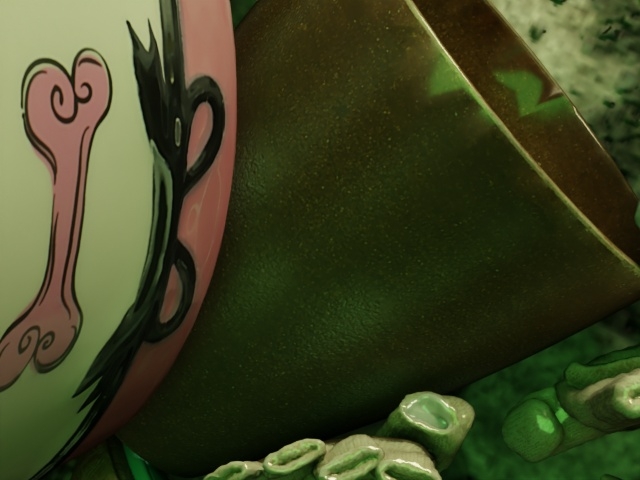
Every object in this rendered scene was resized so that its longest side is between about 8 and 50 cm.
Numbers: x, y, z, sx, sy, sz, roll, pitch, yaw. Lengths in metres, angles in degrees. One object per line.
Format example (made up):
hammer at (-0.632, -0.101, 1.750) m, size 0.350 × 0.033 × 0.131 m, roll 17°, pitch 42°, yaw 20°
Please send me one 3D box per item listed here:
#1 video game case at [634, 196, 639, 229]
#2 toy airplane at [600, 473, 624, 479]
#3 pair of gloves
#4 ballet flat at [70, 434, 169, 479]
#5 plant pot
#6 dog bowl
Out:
video game case at (0.322, -0.084, 0.725) m, size 0.329 × 0.036 × 0.300 m, roll 23°, pitch 84°, yaw -18°
toy airplane at (0.238, 0.238, 0.629) m, size 0.384 × 0.272 × 0.386 m, roll -40°, pitch 67°, yaw 44°
pair of gloves at (0.075, 0.079, 0.718) m, size 0.240 × 0.204 × 0.042 m, roll -19°, pitch 79°, yaw 5°
ballet flat at (-0.050, 0.231, 0.716) m, size 0.124 × 0.116 × 0.342 m, roll -36°, pitch 61°, yaw -6°
plant pot at (0.000, 0.000, 0.756) m, size 0.230 × 0.215 × 0.215 m, roll -39°, pitch 78°, yaw 16°
dog bowl at (-0.196, -0.062, 0.711) m, size 0.408 × 0.150 × 0.408 m, roll 7°, pitch 99°, yaw 47°
